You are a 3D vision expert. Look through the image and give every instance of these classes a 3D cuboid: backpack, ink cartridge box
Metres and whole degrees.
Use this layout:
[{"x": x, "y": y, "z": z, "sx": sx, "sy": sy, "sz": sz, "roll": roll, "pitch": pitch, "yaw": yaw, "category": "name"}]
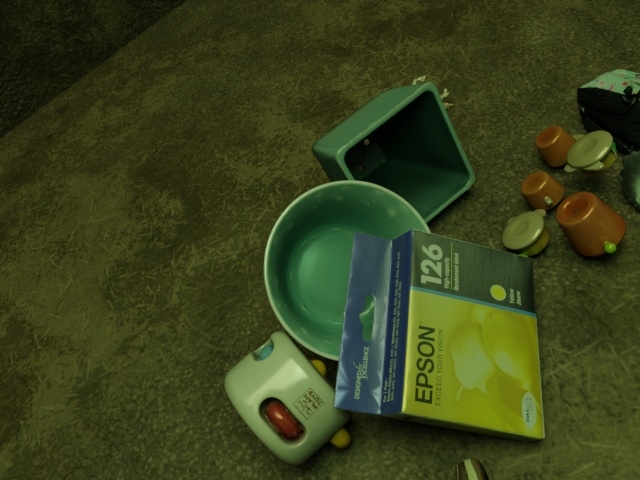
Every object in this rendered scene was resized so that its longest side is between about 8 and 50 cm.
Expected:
[{"x": 0.618, "y": -0.274, "z": 1.125, "sx": 0.115, "sy": 0.152, "sz": 0.182, "roll": -26, "pitch": 34, "yaw": -6, "category": "backpack"}, {"x": 0.192, "y": 0.136, "z": 0.868, "sx": 0.307, "sy": 0.072, "sz": 0.303, "roll": 13, "pitch": 62, "yaw": -10, "category": "ink cartridge box"}]

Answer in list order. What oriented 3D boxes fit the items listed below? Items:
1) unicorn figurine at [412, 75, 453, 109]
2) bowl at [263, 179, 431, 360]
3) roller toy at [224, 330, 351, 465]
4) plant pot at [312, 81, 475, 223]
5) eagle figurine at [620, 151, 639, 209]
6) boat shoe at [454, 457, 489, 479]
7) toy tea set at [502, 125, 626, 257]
[{"x": 0.250, "y": -0.366, "z": 1.406, "sx": 0.111, "sy": 0.060, "sz": 0.162, "roll": -41, "pitch": 48, "yaw": -14, "category": "unicorn figurine"}, {"x": 0.044, "y": 0.058, "z": 1.009, "sx": 0.312, "sy": 0.163, "sz": 0.311, "roll": 1, "pitch": 83, "yaw": -10, "category": "bowl"}, {"x": -0.048, "y": 0.255, "z": 0.907, "sx": 0.146, "sy": 0.191, "sz": 0.209, "roll": -41, "pitch": 53, "yaw": -7, "category": "roller toy"}, {"x": 0.125, "y": -0.174, "z": 1.180, "sx": 0.247, "sy": 0.247, "sz": 0.252, "roll": -39, "pitch": 29, "yaw": -10, "category": "plant pot"}, {"x": 0.712, "y": -0.107, "z": 0.930, "sx": 0.226, "sy": 0.225, "sz": 0.298, "roll": 14, "pitch": 11, "yaw": -14, "category": "eagle figurine"}, {"x": 0.197, "y": 0.426, "z": 0.730, "sx": 0.095, "sy": 0.095, "sz": 0.257, "roll": -17, "pitch": 47, "yaw": 18, "category": "boat shoe"}, {"x": 0.488, "y": -0.089, "z": 1.057, "sx": 0.200, "sy": 0.124, "sz": 0.336, "roll": -15, "pitch": 42, "yaw": 53, "category": "toy tea set"}]
